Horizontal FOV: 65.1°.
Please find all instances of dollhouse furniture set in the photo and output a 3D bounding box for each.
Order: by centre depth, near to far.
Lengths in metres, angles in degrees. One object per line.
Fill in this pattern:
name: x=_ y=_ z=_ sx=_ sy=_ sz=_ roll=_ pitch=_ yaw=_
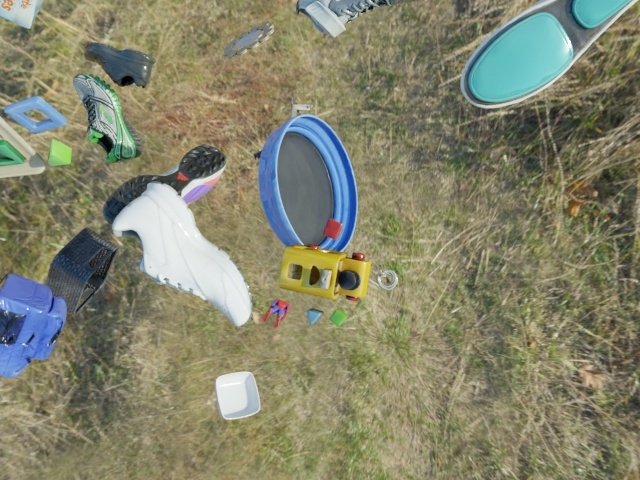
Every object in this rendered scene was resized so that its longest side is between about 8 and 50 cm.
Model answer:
dollhouse furniture set: x=-0.073 y=-0.473 z=1.913 sx=0.081 sy=0.091 sz=0.114 roll=1 pitch=61 yaw=-5

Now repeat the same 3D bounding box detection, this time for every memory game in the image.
memory game: x=-0.226 y=-0.626 z=1.570 sx=0.186 sy=0.012 sz=0.186 roll=-19 pitch=40 yaw=17

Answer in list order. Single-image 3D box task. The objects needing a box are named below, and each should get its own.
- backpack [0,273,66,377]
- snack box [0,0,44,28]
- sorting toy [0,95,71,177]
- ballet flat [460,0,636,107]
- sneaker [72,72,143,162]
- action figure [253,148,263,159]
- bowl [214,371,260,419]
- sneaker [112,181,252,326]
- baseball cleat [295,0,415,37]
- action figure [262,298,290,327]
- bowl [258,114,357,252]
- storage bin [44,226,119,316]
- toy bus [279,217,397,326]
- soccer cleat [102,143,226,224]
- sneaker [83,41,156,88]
backpack: x=-0.414 y=0.126 z=0.684 sx=0.101 sy=0.098 sz=0.120 roll=27 pitch=95 yaw=-23
snack box: x=-0.341 y=-0.439 z=0.635 sx=0.060 sy=0.187 sz=0.322 roll=17 pitch=47 yaw=-27
sorting toy: x=-0.574 y=-0.147 z=0.793 sx=0.348 sy=0.196 sz=0.047 roll=-7 pitch=65 yaw=-3
ballet flat: x=0.414 y=-0.379 z=0.892 sx=0.400 sy=0.139 sz=0.139 roll=-39 pitch=75 yaw=9
sneaker: x=-0.791 y=-0.442 z=1.815 sx=0.146 sy=0.134 sz=0.343 roll=-38 pitch=103 yaw=-42
action figure: x=-0.099 y=-0.202 z=1.649 sx=0.164 sy=0.275 sz=0.141 roll=-24 pitch=39 yaw=25
bowl: x=-0.274 y=0.503 z=1.615 sx=0.142 sy=0.053 sz=0.142 roll=0 pitch=61 yaw=-36
sneaker: x=-0.238 y=0.043 z=0.880 sx=0.129 sy=0.111 sz=0.297 roll=-43 pitch=94 yaw=-25
baseball cleat: x=0.061 y=-0.368 z=0.782 sx=0.206 sy=0.072 sz=0.109 roll=14 pitch=92 yaw=22
action figure: x=-0.083 y=0.138 z=0.972 sx=0.038 sy=0.115 sz=0.030 roll=22 pitch=104 yaw=5
bowl: x=-0.027 y=-0.142 z=1.375 sx=0.077 sy=0.391 sz=0.391 roll=-8 pitch=76 yaw=34
storage bin: x=-0.539 y=0.071 z=1.125 sx=0.084 sy=0.180 sz=0.122 roll=34 pitch=42 yaw=-7
toy bus: x=0.017 y=0.069 z=0.999 sx=0.202 sy=0.104 sz=0.191 roll=-38 pitch=83 yaw=15
soccer cleat: x=-0.332 y=-0.099 z=1.097 sx=0.109 sy=0.116 sz=0.318 roll=38 pitch=47 yaw=7
sneaker: x=-0.715 y=-0.608 z=1.747 sx=0.286 sy=0.109 sz=0.130 roll=18 pitch=100 yaw=20
